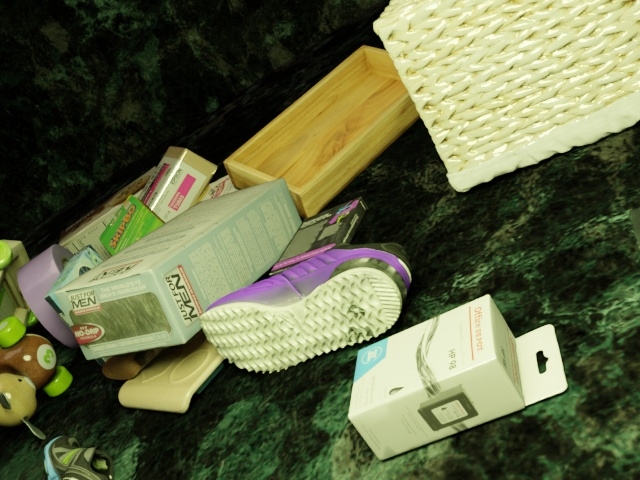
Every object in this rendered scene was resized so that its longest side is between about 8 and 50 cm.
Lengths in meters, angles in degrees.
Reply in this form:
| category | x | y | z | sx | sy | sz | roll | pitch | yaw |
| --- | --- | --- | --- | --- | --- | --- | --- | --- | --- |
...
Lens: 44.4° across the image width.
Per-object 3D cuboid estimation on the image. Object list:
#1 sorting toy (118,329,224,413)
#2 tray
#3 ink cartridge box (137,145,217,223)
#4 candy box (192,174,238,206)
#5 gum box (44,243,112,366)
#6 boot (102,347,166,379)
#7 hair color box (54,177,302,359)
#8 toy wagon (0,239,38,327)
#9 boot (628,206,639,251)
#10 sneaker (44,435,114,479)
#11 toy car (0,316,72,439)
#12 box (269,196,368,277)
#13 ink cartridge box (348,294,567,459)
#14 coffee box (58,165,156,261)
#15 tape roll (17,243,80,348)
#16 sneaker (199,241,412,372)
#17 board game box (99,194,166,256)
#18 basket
| category | x | y | z | sx | sy | sz | roll | pitch | yaw |
| --- | --- | --- | --- | --- | --- | --- | --- | --- | --- |
| sorting toy | -0.177 | 0.159 | 1.119 | 0.193 | 0.038 | 0.208 | -10 | 35 | 49 |
| tray | 0.035 | -0.215 | 1.482 | 0.203 | 0.076 | 0.411 | 25 | 59 | 38 |
| ink cartridge box | -0.349 | -0.094 | 1.779 | 0.234 | 0.088 | 0.193 | -60 | 22 | -5 |
| candy box | -0.152 | -0.098 | 1.612 | 0.233 | 0.071 | 0.159 | -24 | 22 | 27 |
| gum box | -0.400 | 0.111 | 1.394 | 0.041 | 0.157 | 0.184 | -30 | 20 | 11 |
| boot | -0.260 | 0.158 | 1.153 | 0.118 | 0.042 | 0.087 | -21 | 21 | 35 |
| hair color box | -0.192 | 0.032 | 1.182 | 0.185 | 0.113 | 0.374 | -13 | 15 | 31 |
| toy wagon | -0.610 | 0.172 | 1.471 | 0.068 | 0.267 | 0.344 | 6 | 59 | -2 |
| boot | 0.333 | -0.012 | 0.696 | 0.099 | 0.045 | 0.121 | -21 | 23 | 24 |
| sneaker | -0.300 | 0.292 | 0.980 | 0.078 | 0.067 | 0.188 | -19 | 12 | -22 |
| toy car | -0.485 | 0.240 | 1.258 | 0.149 | 0.155 | 0.188 | -39 | 30 | -12 |
| box | 0.000 | 0.000 | 1.210 | 0.116 | 0.029 | 0.162 | -20 | 26 | 33 |
| ink cartridge box | 0.120 | 0.116 | 0.706 | 0.180 | 0.060 | 0.104 | -27 | 21 | 20 |
| coffee box | -0.493 | -0.043 | 1.949 | 0.297 | 0.119 | 0.168 | -35 | 21 | -4 |
| tape roll | -0.479 | 0.105 | 1.483 | 0.080 | 0.189 | 0.189 | -34 | 20 | -1 |
| sneaker | -0.010 | 0.072 | 0.976 | 0.293 | 0.102 | 0.146 | -16 | 22 | 31 |
| board game box | -0.370 | 0.001 | 1.610 | 0.124 | 0.039 | 0.259 | -54 | 44 | 0 |
| basket | 0.293 | -0.293 | 1.081 | 0.331 | 0.266 | 0.328 | -21 | 23 | 28 |
